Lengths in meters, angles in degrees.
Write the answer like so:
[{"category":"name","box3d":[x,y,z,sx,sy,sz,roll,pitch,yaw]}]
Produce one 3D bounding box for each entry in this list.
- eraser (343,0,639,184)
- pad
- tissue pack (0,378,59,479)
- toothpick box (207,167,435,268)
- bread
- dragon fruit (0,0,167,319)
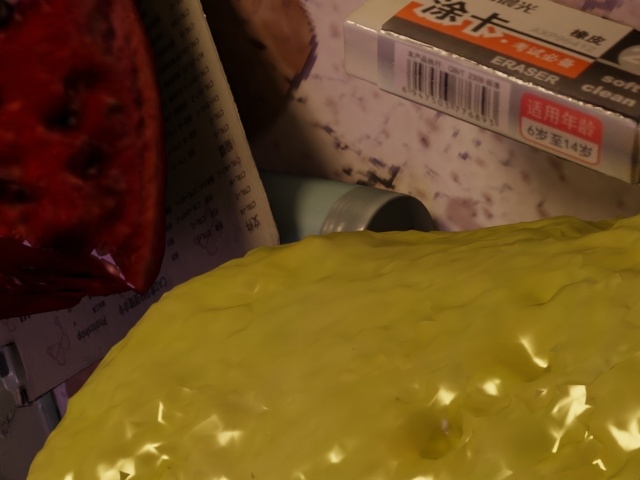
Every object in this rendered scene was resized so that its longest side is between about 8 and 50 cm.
[{"category":"eraser","box3d":[0.070,-0.059,0.628,0.122,0.052,0.029,25,134,31]},{"category":"pad","box3d":[-0.110,-0.029,0.824,0.265,0.009,0.159,-31,75,52]},{"category":"tissue pack","box3d":[-0.301,0.128,1.038,0.263,0.198,0.146,17,129,35]},{"category":"toothpick box","box3d":[0.000,0.000,0.748,0.083,0.052,0.052,13,129,41]},{"category":"bread","box3d":[0.098,0.148,0.546,0.308,0.348,0.348,-14,110,44]},{"category":"dragon fruit","box3d":[-0.246,-0.080,0.785,0.330,0.240,0.302,-23,77,49]}]
